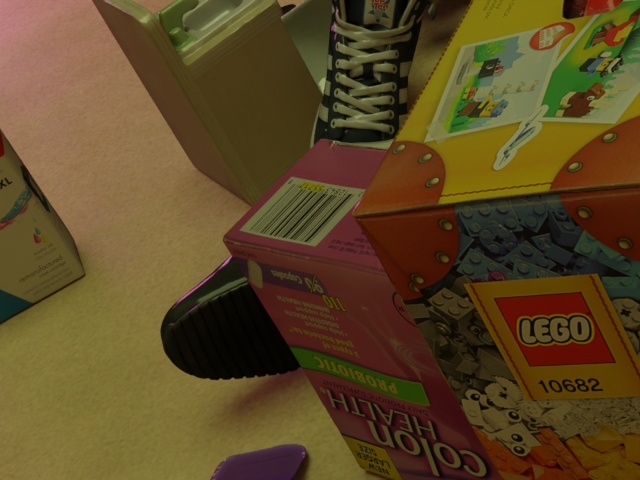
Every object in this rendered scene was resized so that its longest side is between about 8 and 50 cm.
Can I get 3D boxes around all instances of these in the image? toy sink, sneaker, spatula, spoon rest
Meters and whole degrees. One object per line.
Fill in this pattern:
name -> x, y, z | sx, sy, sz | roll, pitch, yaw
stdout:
toy sink -> -0.100, -0.178, 1.786 | 0.131, 0.234, 0.153 | -38, 30, -12
sneaker -> 0.000, 0.000, 1.528 | 0.331, 0.122, 0.146 | -27, 47, -12
spatula -> -0.067, 0.247, 1.330 | 0.084, 0.030, 0.296 | -15, 33, 20
spoon rest -> -0.001, -0.201, 1.857 | 0.084, 0.137, 0.276 | -15, 16, -22
sneaker -> 0.046, -0.152, 1.620 | 0.099, 0.153, 0.282 | 6, 65, 2

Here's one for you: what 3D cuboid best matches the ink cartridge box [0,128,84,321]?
ink cartridge box -> -0.354, -0.035, 1.794 | 0.134, 0.231, 0.078 | -30, 30, 1

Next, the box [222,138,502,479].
box -> 0.083, 0.065, 1.261 | 0.214, 0.243, 0.117 | 12, 51, 48

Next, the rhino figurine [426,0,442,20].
rhino figurine -> 0.164, -0.285, 1.840 | 0.243, 0.073, 0.106 | -23, 28, -15

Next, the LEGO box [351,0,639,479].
LEGO box -> 0.261, -0.050, 1.152 | 0.193, 0.372, 0.500 | -6, 39, 35
